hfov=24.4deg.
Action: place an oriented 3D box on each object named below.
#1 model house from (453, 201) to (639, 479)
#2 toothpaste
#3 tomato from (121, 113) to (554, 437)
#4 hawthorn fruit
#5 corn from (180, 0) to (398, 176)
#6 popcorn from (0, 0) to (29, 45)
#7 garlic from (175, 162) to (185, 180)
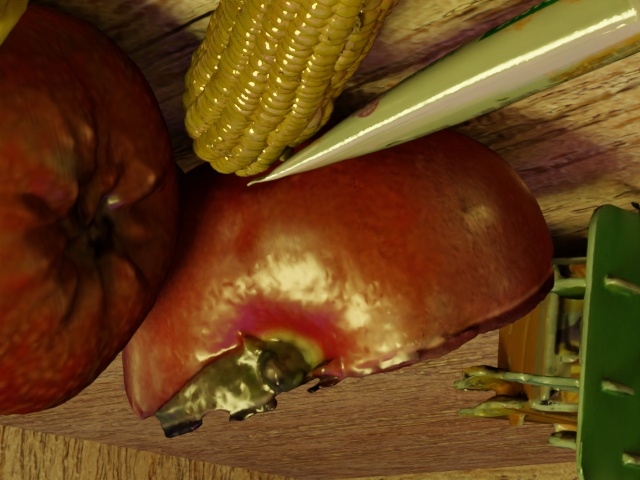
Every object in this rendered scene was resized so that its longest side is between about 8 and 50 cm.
[{"bbox_3d":[0.209,0.116,1.349,0.312,0.243,0.357,-7,167,42],"label":"model house"},{"bbox_3d":[0.096,-0.097,0.880,0.314,0.056,0.058,-22,142,29],"label":"toothpaste"},{"bbox_3d":[-0.005,-0.002,1.106,0.334,0.176,0.289,-17,-172,20],"label":"tomato"},{"bbox_3d":[-0.232,-0.020,0.962,0.275,0.275,0.299,15,169,-35],"label":"hawthorn fruit"},{"bbox_3d":[-0.018,-0.118,0.869,0.101,0.101,0.291,8,160,-16],"label":"corn"},{"bbox_3d":[-0.230,-0.129,0.634,0.212,0.259,0.259,41,153,-10],"label":"popcorn"},{"bbox_3d":[-0.159,-0.030,1.208,0.266,0.148,0.128,25,117,-41],"label":"garlic"}]
